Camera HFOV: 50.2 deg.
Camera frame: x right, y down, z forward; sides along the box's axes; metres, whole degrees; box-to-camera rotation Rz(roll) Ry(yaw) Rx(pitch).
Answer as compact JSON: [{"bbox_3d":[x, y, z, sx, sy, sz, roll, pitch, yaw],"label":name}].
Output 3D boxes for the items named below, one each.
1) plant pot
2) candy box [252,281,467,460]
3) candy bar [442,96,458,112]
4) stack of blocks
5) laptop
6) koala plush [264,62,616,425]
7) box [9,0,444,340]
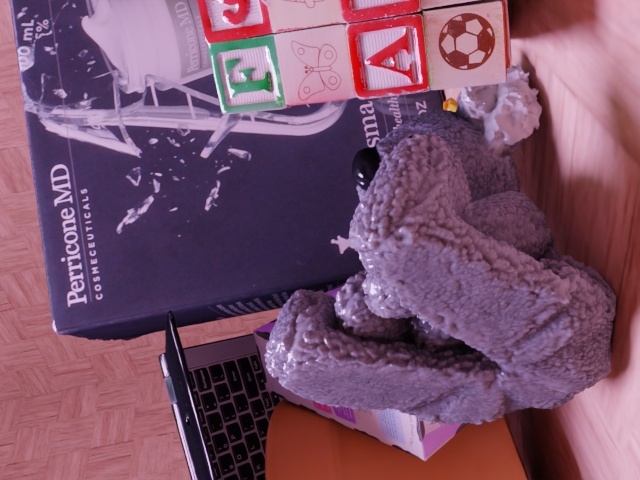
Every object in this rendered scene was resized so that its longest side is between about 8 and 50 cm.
[{"bbox_3d":[0.098,0.258,0.638,0.291,0.203,0.290,-21,-90,-81],"label":"plant pot"},{"bbox_3d":[0.065,0.097,0.616,0.196,0.165,0.070,9,116,48],"label":"candy box"},{"bbox_3d":[0.144,-0.093,0.648,0.161,0.018,0.040,-103,2,-58],"label":"candy bar"},{"bbox_3d":[0.050,-0.175,0.507,0.297,0.171,0.087,-58,-39,-63],"label":"stack of blocks"},{"bbox_3d":[-0.008,0.261,0.698,0.408,0.236,0.382,-4,-108,-50],"label":"laptop"},{"bbox_3d":[0.089,-0.006,0.478,0.221,0.203,0.196,-86,21,-44],"label":"koala plush"},{"bbox_3d":[-0.099,-0.149,0.898,0.297,0.472,0.479,81,177,-81],"label":"box"}]
